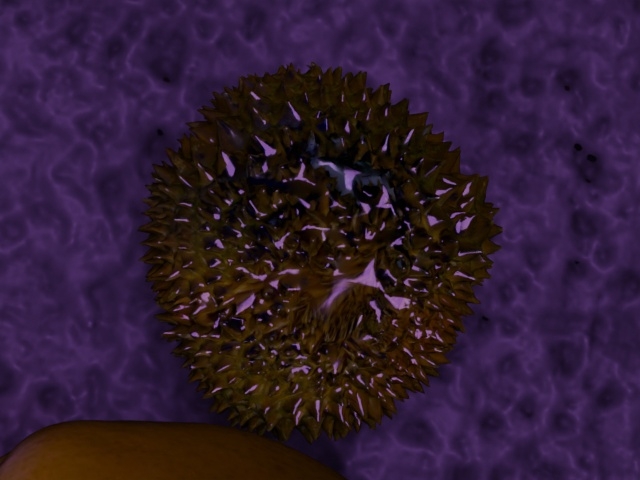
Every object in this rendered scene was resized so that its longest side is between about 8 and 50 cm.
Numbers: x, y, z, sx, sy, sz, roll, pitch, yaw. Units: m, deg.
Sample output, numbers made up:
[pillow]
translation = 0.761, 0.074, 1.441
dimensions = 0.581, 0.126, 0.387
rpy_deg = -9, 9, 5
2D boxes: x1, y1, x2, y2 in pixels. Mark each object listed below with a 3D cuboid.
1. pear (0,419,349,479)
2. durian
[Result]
[pear]
translation = -0.055, 0.259, 1.208
dimensions = 0.386, 0.191, 0.340
rpy_deg = 36, 44, -14
[durian]
translation = 0.002, -0.002, 1.329
dimensions = 0.291, 0.224, 0.291
rpy_deg = 5, 65, -11
